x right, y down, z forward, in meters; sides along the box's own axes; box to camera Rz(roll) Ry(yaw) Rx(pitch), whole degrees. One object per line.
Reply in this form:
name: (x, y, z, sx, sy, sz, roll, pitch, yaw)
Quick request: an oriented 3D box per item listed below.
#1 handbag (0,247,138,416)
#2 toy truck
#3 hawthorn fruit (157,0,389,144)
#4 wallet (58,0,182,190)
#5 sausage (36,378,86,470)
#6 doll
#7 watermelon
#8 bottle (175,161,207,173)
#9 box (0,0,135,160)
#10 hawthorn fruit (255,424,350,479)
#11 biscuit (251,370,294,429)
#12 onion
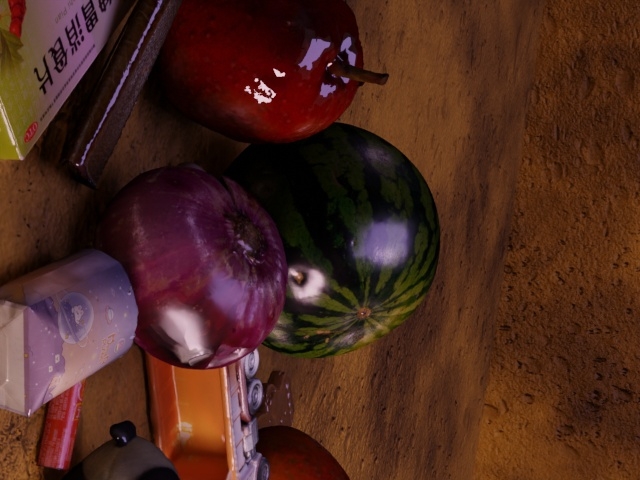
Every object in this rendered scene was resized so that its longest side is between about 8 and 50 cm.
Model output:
handbag: (-0.240, 0.077, 1.246, 0.173, 0.095, 0.117, -30, 131, -57)
toy truck: (-0.129, 0.216, 1.561, 0.135, 0.114, 0.270, -49, 139, -59)
hawthorn fruit: (-0.045, -0.195, 1.463, 0.210, 0.266, 0.230, -61, 153, -8)
wallet: (-0.180, -0.171, 1.288, 0.133, 0.039, 0.243, 138, -25, -81)
sausage: (-0.248, 0.157, 1.321, 0.034, 0.034, 0.129, 34, 65, -69)
doll: (-0.189, 0.296, 1.370, 0.234, 0.144, 0.135, 83, 18, -45)
watermelon: (0.000, 0.000, 1.612, 0.285, 0.285, 0.285, 6, 90, -71)
bottle: (-0.159, -0.043, 1.496, 0.096, 0.045, 0.045, -62, 151, -45)
box: (-0.247, -0.217, 1.161, 0.260, 0.062, 0.175, -67, 155, -42)
hawthorn fruit: (-0.049, 0.329, 1.721, 0.189, 0.189, 0.189, 6, 90, -71)
biscuit: (-0.074, 0.260, 1.869, 0.184, 0.027, 0.133, -46, 140, -61)
onion: (-0.131, 0.038, 1.373, 0.200, 0.201, 0.207, -66, 152, -41)
